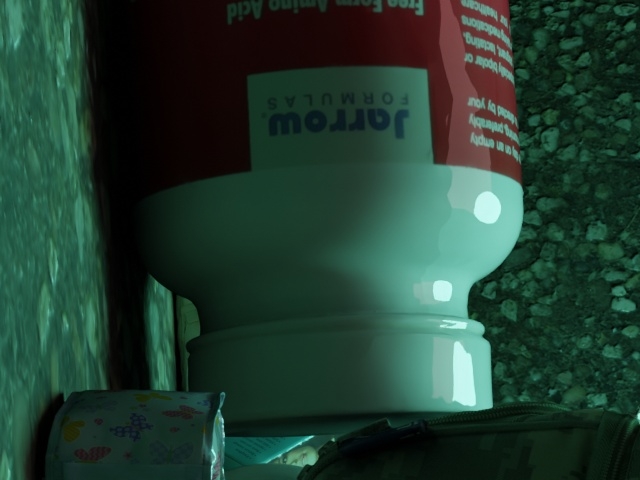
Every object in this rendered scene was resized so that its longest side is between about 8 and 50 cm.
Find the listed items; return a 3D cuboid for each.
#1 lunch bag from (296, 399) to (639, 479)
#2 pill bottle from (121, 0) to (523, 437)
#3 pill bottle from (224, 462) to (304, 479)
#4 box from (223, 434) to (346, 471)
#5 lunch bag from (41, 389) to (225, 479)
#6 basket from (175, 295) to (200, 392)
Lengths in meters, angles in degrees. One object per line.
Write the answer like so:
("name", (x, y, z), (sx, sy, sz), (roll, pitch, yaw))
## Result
("lunch bag", (0.128, 0.215, 1.008), (0.305, 0.256, 0.212), (58, 42, -62))
("pill bottle", (-0.001, -0.095, 1.063), (0.229, 0.229, 0.408), (76, 10, -80))
("pill bottle", (-0.028, 0.259, 1.142), (0.121, 0.121, 0.216), (-90, 177, -64))
("box", (0.021, 0.156, 1.415), (0.060, 0.244, 0.100), (23, -52, 42))
("lunch bag", (-0.077, 0.092, 0.761), (0.083, 0.071, 0.053), (-98, -172, -86))
("basket", (-0.044, 0.049, 1.281), (0.103, 0.113, 0.167), (58, 28, -78))
